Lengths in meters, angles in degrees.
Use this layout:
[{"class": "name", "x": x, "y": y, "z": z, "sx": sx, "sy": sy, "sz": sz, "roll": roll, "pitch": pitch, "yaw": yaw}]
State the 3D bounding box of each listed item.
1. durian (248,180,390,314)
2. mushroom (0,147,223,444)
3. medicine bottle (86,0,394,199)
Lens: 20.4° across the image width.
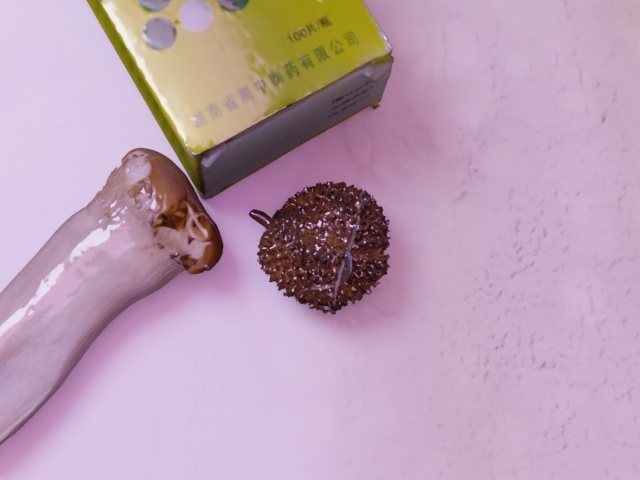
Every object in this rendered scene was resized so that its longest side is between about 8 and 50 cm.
[{"class": "durian", "x": 0.000, "y": 0.000, "z": 1.066, "sx": 0.091, "sy": 0.080, "sz": 0.080, "roll": 29, "pitch": 80, "yaw": -5}, {"class": "mushroom", "x": -0.148, "y": 0.040, "z": 1.056, "sx": 0.209, "sy": 0.071, "sz": 0.084, "roll": -46, "pitch": 115, "yaw": -7}, {"class": "medicine bottle", "x": -0.073, "y": -0.167, "z": 1.061, "sx": 0.137, "sy": 0.141, "sz": 0.250, "roll": -30, "pitch": 83, "yaw": -4}]
